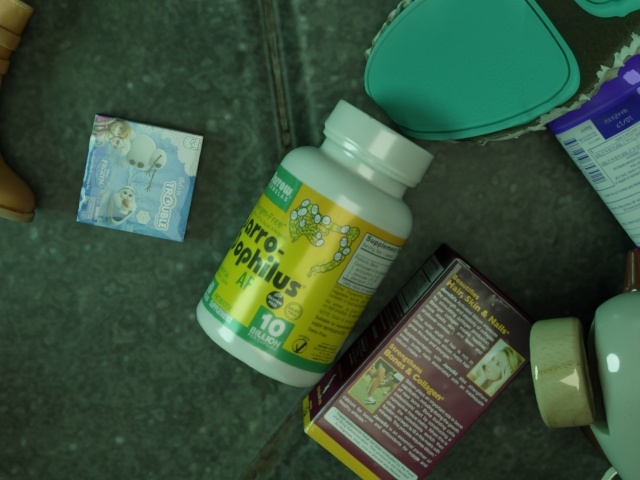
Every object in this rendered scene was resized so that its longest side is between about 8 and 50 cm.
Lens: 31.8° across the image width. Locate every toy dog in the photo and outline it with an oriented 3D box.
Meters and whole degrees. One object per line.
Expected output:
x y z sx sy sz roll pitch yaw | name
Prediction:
0.269 0.141 0.905 0.220 0.161 0.334 8 133 9 | toy dog

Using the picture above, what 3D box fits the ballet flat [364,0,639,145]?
0.195 -0.181 0.785 0.147 0.409 0.147 11 69 -31 | ballet flat

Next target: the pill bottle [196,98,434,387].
0.000 0.000 0.888 0.117 0.117 0.208 31 98 -7 | pill bottle

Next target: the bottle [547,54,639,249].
0.296 -0.034 0.893 0.283 0.118 0.092 51 53 -7 | bottle

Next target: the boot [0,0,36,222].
-0.269 -0.121 0.880 0.197 0.073 0.152 39 92 -11 | boot

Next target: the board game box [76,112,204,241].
-0.148 -0.051 0.921 0.090 0.020 0.090 11 99 -6 | board game box

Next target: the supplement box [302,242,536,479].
0.083 0.108 0.929 0.104 0.081 0.188 40 96 -8 | supplement box
